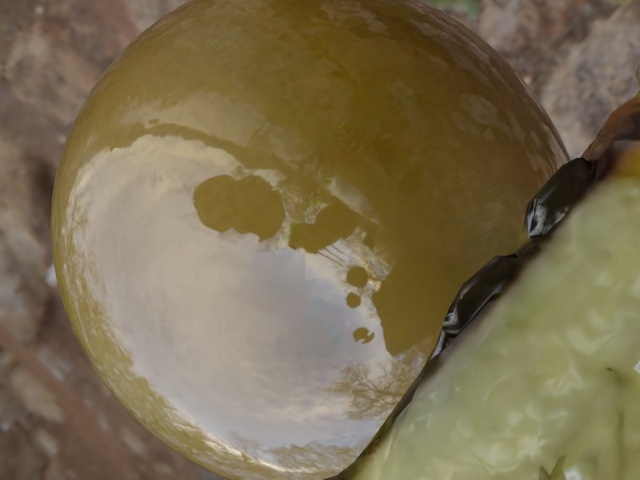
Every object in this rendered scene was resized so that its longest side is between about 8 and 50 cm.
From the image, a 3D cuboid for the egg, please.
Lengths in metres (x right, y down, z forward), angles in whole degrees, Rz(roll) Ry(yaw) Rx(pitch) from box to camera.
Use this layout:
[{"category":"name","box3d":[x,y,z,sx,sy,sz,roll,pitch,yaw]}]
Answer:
[{"category":"egg","box3d":[0.000,0.000,0.804,0.250,0.250,0.322,53,174,-25]}]

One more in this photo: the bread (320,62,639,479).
[{"category":"bread","box3d":[0.105,0.037,0.427,0.236,0.263,0.198,48,163,-30]}]
